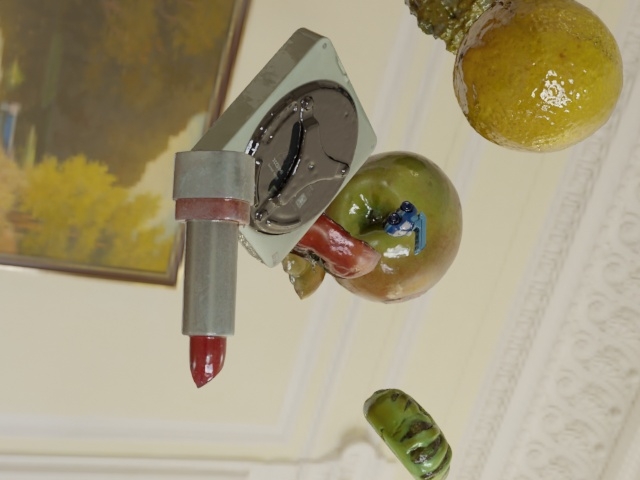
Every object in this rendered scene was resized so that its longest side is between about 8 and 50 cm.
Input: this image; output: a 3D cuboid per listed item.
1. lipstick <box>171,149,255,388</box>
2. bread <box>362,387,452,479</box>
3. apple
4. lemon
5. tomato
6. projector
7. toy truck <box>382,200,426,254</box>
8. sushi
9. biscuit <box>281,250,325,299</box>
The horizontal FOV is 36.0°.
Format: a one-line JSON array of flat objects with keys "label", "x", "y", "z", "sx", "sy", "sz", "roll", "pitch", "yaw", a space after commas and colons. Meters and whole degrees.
[{"label": "lipstick", "x": -0.088, "y": 0.024, "z": 0.786, "sx": 0.057, "sy": 0.063, "sz": 0.186, "roll": 20, "pitch": 71, "yaw": -73}, {"label": "bread", "x": 0.117, "y": 0.252, "z": 1.282, "sx": 0.139, "sy": 0.071, "sz": 0.130, "roll": 46, "pitch": -11, "yaw": 44}, {"label": "apple", "x": 0.151, "y": -0.030, "z": 2.168, "sx": 0.305, "sy": 0.339, "sz": 0.338, "roll": 65, "pitch": 24, "yaw": -74}, {"label": "lemon", "x": 0.360, "y": -0.278, "z": 1.643, "sx": 0.293, "sy": 0.293, "sz": 0.292, "roll": -29, "pitch": -123, "yaw": 60}, {"label": "tomato", "x": -0.003, "y": 0.002, "z": 1.812, "sx": 0.101, "sy": 0.228, "sz": 0.228, "roll": -55, "pitch": -154, "yaw": -4}, {"label": "projector", "x": -0.040, "y": -0.118, "z": 1.360, "sx": 0.079, "sy": 0.257, "sz": 0.259, "roll": 32, "pitch": -104, "yaw": 33}, {"label": "toy truck", "x": 0.164, "y": -0.021, "z": 1.814, "sx": 0.090, "sy": 0.073, "sz": 0.056, "roll": 47, "pitch": -19, "yaw": 5}, {"label": "sushi", "x": 0.341, "y": -0.571, "z": 2.210, "sx": 0.351, "sy": 0.397, "sz": 0.240, "roll": 48, "pitch": -59, "yaw": 9}, {"label": "biscuit", "x": -0.057, "y": -0.035, "z": 2.018, "sx": 0.045, "sy": 0.154, "sz": 0.299, "roll": 0, "pitch": -53, "yaw": 47}]
